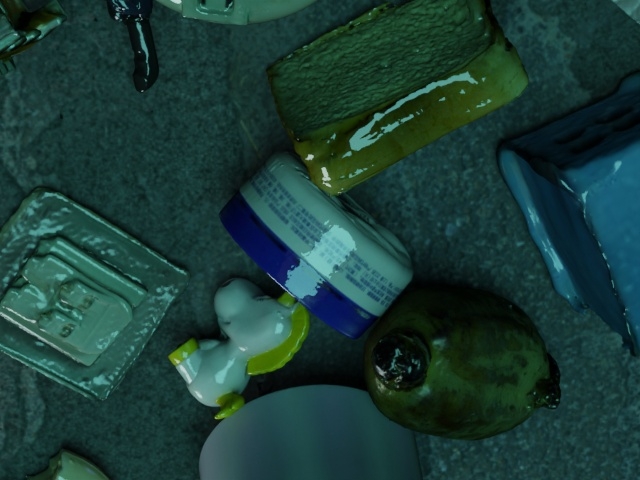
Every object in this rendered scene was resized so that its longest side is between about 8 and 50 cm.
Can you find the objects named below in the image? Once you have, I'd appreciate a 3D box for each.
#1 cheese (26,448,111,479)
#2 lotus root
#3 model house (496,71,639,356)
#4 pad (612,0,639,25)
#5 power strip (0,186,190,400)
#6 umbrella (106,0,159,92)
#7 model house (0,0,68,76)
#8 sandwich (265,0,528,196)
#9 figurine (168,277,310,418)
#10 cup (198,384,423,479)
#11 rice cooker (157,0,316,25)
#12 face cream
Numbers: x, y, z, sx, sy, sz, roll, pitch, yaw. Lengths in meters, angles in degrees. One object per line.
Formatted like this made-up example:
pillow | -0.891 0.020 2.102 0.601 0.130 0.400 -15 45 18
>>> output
cheese | -0.280 0.349 1.981 0.163 0.071 0.249 -44 109 8
lotus root | 0.145 0.132 1.877 0.309 0.173 0.173 17 110 -51
model house | 0.384 -0.057 1.855 0.303 0.215 0.237 -27 109 -2
pad | 0.357 -0.307 1.868 0.188 0.006 0.113 38 100 -18
power strip | -0.277 0.068 1.887 0.213 0.064 0.198 30 105 -17
umbrella | -0.207 -0.280 1.784 0.071 0.071 0.248 -13 114 -2
model house | -0.405 -0.236 1.681 0.215 0.198 0.224 -30 98 11
sandwich | 0.080 -0.166 1.769 0.251 0.226 0.087 -28 120 5
figurine | -0.081 0.111 1.896 0.178 0.129 0.109 -51 136 8
cup | 0.002 0.358 1.845 0.253 0.371 0.253 -4 133 -4
rice cooker | -0.069 -0.370 1.651 0.288 0.277 0.288 4 119 6
face cream | 0.000 0.000 1.824 0.206 0.206 0.111 39 96 -17
